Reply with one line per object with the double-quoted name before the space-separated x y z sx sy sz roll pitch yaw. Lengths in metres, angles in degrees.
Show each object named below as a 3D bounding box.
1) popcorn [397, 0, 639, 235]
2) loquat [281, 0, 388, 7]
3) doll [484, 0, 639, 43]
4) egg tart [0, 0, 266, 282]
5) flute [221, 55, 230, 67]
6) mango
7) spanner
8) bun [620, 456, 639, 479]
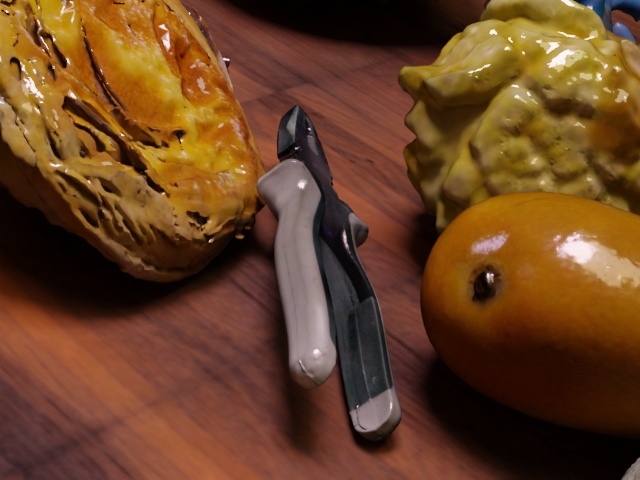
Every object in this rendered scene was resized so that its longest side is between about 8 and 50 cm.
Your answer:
"popcorn" 0.170 -0.079 0.895 0.235 0.217 0.181 42 11 -16
"loquat" 0.034 -0.406 1.213 0.328 0.360 0.328 10 17 -3
"doll" 0.221 -0.282 1.140 0.098 0.342 0.346 7 16 38
"egg tart" -0.167 -0.099 0.847 0.297 0.132 0.297 35 40 -36
"flute" -0.213 -0.180 1.085 0.269 0.014 0.014 9 33 -8
"mango" 0.187 0.054 0.757 0.254 0.139 0.175 17 2 -2
"spanner" 0.000 0.000 0.838 0.095 0.040 0.325 43 21 -32
"bun" 0.256 0.167 0.646 0.212 0.127 0.204 -5 39 -29
